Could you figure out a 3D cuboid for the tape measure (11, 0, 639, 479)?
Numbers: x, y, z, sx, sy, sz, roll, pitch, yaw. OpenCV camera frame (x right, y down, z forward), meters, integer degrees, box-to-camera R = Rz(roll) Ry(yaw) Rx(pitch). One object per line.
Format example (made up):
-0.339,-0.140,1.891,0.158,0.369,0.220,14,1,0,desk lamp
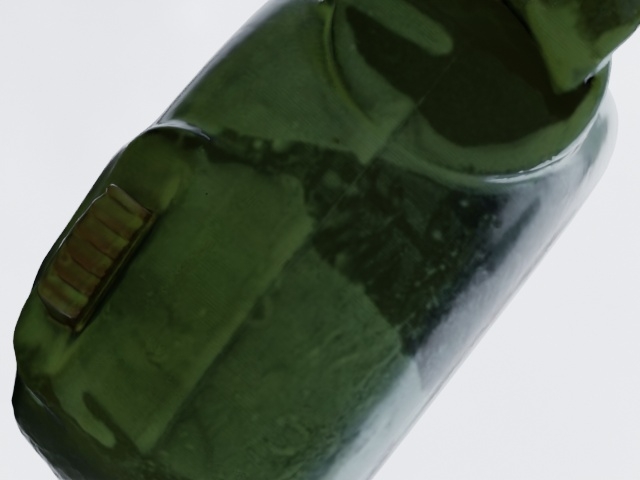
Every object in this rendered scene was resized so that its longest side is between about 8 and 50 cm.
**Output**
0.000,0.000,0.691,0.147,0.256,0.275,39,-91,6,tape measure
